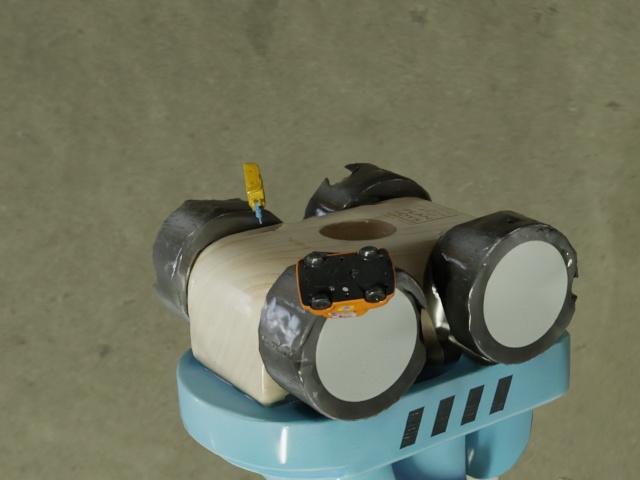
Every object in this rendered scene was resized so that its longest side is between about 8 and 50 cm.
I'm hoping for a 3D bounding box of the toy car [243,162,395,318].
[{"bbox_3d":[0.000,0.000,0.679,0.060,0.040,0.122,-23,58,-9],"label":"toy car"}]

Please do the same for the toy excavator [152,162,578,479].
[{"bbox_3d":[0.093,0.171,0.923,0.222,0.433,0.445,24,121,52],"label":"toy excavator"}]
